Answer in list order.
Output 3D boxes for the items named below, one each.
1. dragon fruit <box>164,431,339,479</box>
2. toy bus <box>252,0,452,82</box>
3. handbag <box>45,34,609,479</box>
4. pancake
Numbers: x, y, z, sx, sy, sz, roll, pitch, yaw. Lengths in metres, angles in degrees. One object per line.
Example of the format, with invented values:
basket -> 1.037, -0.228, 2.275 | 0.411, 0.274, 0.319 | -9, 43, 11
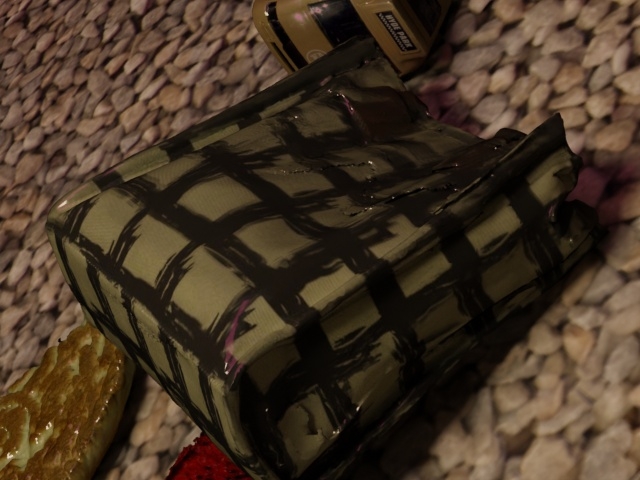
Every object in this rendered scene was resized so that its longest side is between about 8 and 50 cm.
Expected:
dragon fruit -> -0.055, 0.209, 1.215 | 0.161, 0.120, 0.127 | -57, -16, -61
toy bus -> 0.057, -0.272, 1.533 | 0.157, 0.139, 0.290 | -4, 48, 38
handbag -> 0.000, 0.000, 1.252 | 0.327, 0.163, 0.325 | -33, 35, -17
pancake -> -0.248, 0.179, 1.463 | 0.197, 0.054, 0.377 | 0, 52, 44
